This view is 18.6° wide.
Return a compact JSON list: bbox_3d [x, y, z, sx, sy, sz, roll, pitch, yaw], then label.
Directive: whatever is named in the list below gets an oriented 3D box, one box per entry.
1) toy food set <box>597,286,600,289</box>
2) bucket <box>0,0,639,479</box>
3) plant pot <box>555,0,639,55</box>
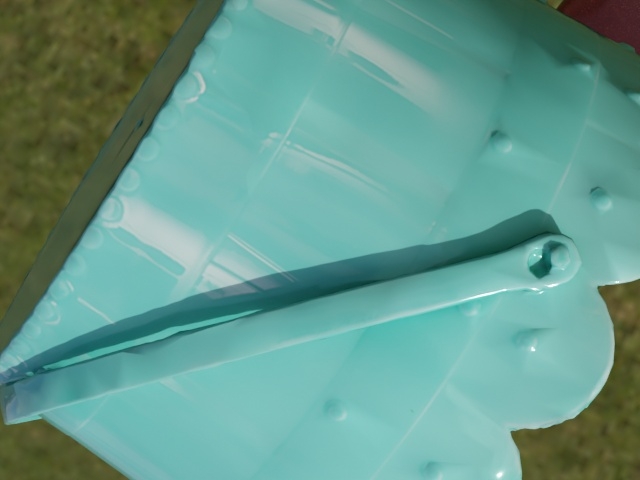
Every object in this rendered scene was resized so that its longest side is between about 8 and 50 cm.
[{"bbox_3d":[0.236,-0.007,1.948,0.128,0.071,0.218,39,-170,-6],"label":"toy food set"},{"bbox_3d":[0.000,0.000,0.792,0.183,0.281,0.281,31,156,-9],"label":"bucket"},{"bbox_3d":[0.347,-0.136,1.464,0.267,0.236,0.267,1,-144,-39],"label":"plant pot"}]
